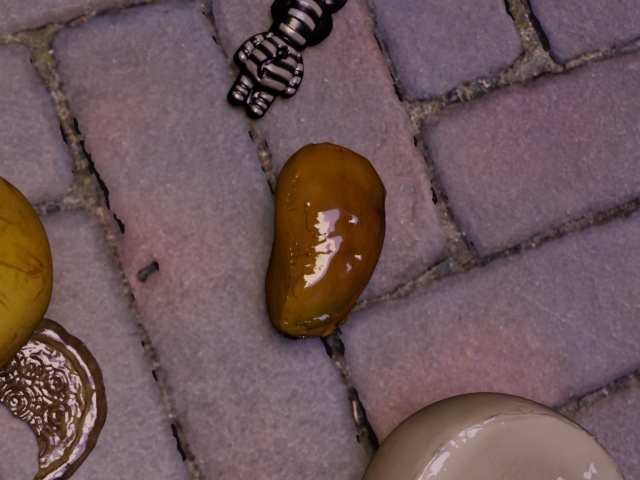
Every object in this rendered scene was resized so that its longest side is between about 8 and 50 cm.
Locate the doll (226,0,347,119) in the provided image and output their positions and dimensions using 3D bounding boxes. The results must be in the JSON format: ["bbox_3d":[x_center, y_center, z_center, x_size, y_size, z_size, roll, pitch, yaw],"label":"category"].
[{"bbox_3d":[-0.045,-0.253,1.324,0.091,0.067,0.219,33,75,-12],"label":"doll"}]

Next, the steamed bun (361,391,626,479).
[{"bbox_3d":[0.189,0.332,1.190,0.324,0.206,0.324,3,79,-17],"label":"steamed bun"}]

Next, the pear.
[{"bbox_3d":[-0.412,0.035,1.036,0.281,0.281,0.280,4,76,-17],"label":"pear"}]

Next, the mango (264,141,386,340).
[{"bbox_3d":[0.000,0.000,1.234,0.156,0.151,0.248,38,61,-43],"label":"mango"}]

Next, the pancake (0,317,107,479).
[{"bbox_3d":[-0.330,0.174,1.156,0.190,0.020,0.184,19,74,-13],"label":"pancake"}]
